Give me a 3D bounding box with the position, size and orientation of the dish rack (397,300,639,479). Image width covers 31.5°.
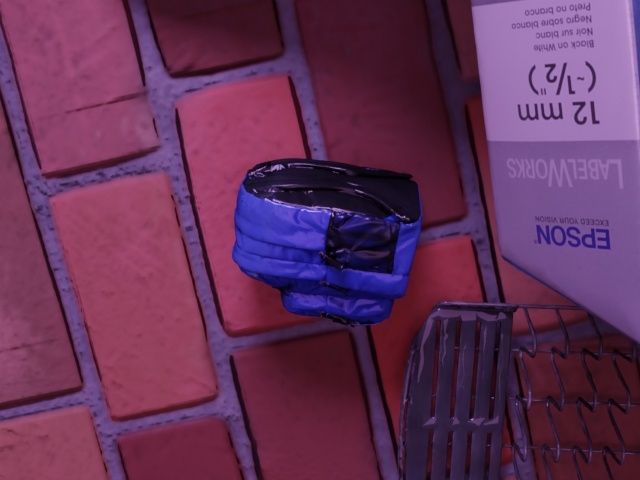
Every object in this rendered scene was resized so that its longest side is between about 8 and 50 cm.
[{"bbox_3d":[0.192,0.139,0.798,0.272,0.074,0.208,2,101,1],"label":"dish rack"}]

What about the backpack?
[{"bbox_3d":[0.000,0.000,0.760,0.120,0.098,0.101,11,105,-2],"label":"backpack"}]

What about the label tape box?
[{"bbox_3d":[0.214,-0.073,0.669,0.249,0.115,0.347,-18,107,-39],"label":"label tape box"}]
